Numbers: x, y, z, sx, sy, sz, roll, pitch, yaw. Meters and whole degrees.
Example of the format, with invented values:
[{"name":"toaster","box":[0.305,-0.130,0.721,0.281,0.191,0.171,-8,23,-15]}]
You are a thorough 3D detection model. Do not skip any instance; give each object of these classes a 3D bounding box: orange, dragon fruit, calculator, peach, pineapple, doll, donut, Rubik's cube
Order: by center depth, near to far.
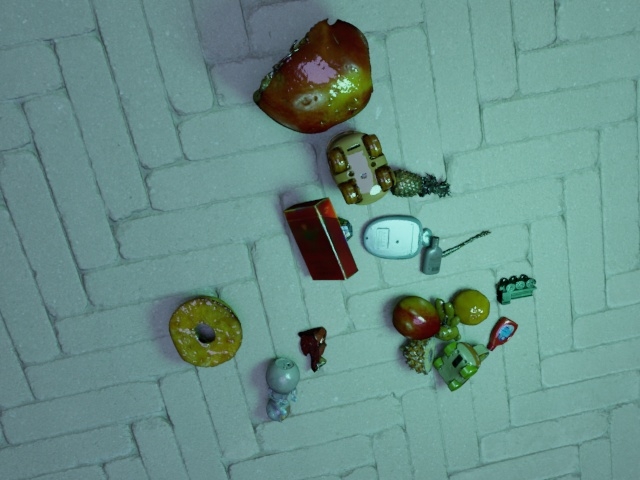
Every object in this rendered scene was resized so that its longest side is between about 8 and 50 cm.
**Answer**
[{"name":"peach","box":[-0.026,-0.545,1.514,0.418,0.339,0.352,-6,103,0]},{"name":"pineapple","box":[0.400,-0.220,1.757,0.252,0.125,0.125,5,102,-13]},{"name":"Rubik's cube","box":[0.076,-0.037,1.763,0.093,0.111,0.111,-16,105,23]},{"name":"donut","box":[-0.456,0.354,1.786,0.304,0.110,0.302,-1,105,-5]},{"name":"calculator","box":[0.322,-0.011,1.822,0.299,0.041,0.185,2,102,-8]},{"name":"peach","box":[0.400,0.327,1.833,0.198,0.197,0.197,-1,103,-6]},{"name":"dragon fruit","box":[-0.029,0.468,1.865,0.123,0.092,0.192,-1,103,-6]},{"name":"doll","box":[-0.169,0.641,1.872,0.151,0.151,0.286,6,108,-8]},{"name":"orange","box":[0.638,0.285,1.876,0.159,0.136,0.158,-1,103,-3]},{"name":"doll","box":[0.520,0.345,1.876,0.097,0.137,0.209,-39,123,-39]},{"name":"pineapple","box":[0.408,0.482,1.910,0.137,0.162,0.175,7,109,30]}]

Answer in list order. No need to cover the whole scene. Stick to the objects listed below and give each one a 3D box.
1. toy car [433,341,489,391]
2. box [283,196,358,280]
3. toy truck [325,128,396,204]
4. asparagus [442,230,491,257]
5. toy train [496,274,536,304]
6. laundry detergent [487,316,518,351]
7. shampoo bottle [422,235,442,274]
[{"name":"toy car","box":[0.630,0.527,1.920,0.235,0.145,0.235,-20,143,-16]},{"name":"box","box":[0.001,0.001,1.709,0.089,0.198,0.313,-34,108,-37]},{"name":"toy truck","box":[0.139,-0.277,1.658,0.205,0.211,0.287,-24,100,0]},{"name":"asparagus","box":[0.613,0.012,1.870,0.233,0.022,0.023,-27,60,2]},{"name":"toy train","box":[0.847,0.211,1.919,0.171,0.071,0.111,-9,113,-5]},{"name":"laundry detergent","box":[0.802,0.423,1.971,0.098,0.049,0.165,28,101,-15]},{"name":"shampoo bottle","box":[0.468,0.063,1.843,0.080,0.040,0.165,-4,112,-15]}]
